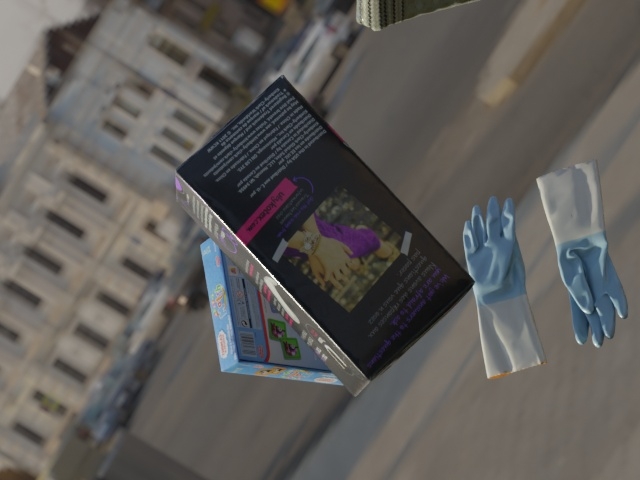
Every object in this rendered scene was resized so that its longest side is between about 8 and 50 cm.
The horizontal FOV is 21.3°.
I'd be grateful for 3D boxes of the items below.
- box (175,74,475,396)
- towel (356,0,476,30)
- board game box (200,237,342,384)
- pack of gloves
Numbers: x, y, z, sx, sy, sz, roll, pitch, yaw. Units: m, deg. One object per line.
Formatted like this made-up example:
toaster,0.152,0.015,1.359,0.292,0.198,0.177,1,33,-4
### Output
box,0.000,0.000,1.642,0.143,0.270,0.165,-41,-5,-9
towel,0.183,-0.330,1.405,0.056,0.324,0.312,51,148,44
board game box,-0.035,0.084,1.986,0.039,0.211,0.160,-34,57,41
pack of gloves,0.281,0.039,2.106,0.195,0.046,0.232,-18,70,27
